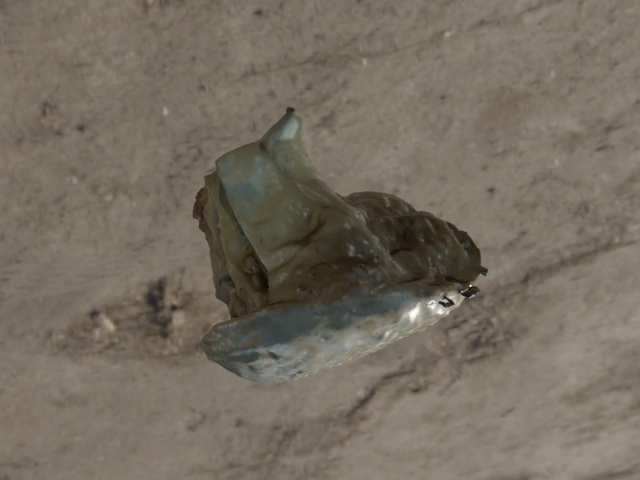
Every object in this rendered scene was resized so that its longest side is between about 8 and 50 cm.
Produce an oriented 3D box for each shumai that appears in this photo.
[{"bbox_3d":[-0.003,0.001,0.481,0.145,0.116,0.145,-19,172,-3],"label":"shumai"}]
